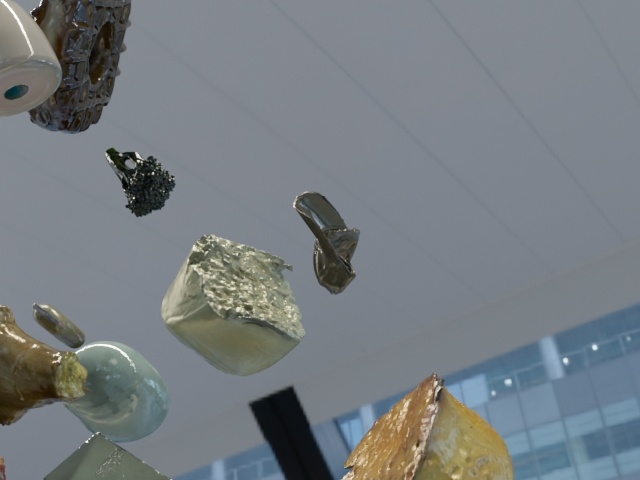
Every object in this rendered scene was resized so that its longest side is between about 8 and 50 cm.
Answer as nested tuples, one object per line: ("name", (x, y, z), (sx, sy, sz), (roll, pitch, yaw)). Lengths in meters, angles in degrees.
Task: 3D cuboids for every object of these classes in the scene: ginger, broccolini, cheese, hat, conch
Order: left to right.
("ginger", (-0.530, 0.175, 1.241), (0.236, 0.375, 0.166), (-54, -21, -5))
("cheese", (-0.434, 0.130, 1.390), (0.097, 0.037, 0.192), (36, -15, 4))
("conch", (-0.402, 0.295, 1.661), (0.221, 0.184, 0.121), (21, 8, 2))
("broccolini", (-0.295, -0.098, 1.299), (0.068, 0.203, 0.091), (3, -72, -44))
("hat", (0.000, 0.000, 1.515), (0.085, 0.147, 0.175), (-33, -72, 25))

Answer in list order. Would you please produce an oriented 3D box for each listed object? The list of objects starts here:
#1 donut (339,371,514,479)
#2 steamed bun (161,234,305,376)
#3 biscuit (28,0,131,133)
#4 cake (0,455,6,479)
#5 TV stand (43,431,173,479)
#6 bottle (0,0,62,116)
("donut", (0.090, 0.379, 1.058), (0.163, 0.435, 0.377), (35, -34, 2))
("steamed bun", (-0.189, 0.162, 1.867), (0.290, 0.272, 0.273), (34, -79, -18))
("biscuit", (-0.431, -0.346, 1.538), (0.103, 0.332, 0.332), (17, -35, 1))
("cake", (-0.603, 0.404, 1.277), (0.269, 0.270, 0.319), (-9, 6, -29))
("TV stand", (-0.167, 0.301, 0.886), (0.270, 0.083, 0.088), (19, -42, 37))
("bottle", (-0.497, -0.317, 1.285), (0.148, 0.236, 0.147), (-26, -12, -6))
